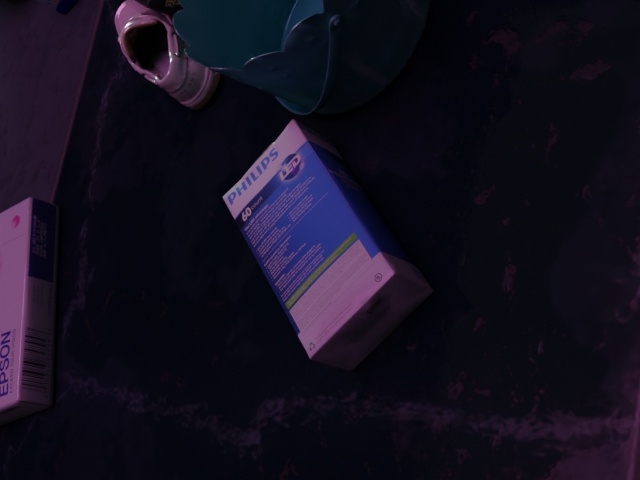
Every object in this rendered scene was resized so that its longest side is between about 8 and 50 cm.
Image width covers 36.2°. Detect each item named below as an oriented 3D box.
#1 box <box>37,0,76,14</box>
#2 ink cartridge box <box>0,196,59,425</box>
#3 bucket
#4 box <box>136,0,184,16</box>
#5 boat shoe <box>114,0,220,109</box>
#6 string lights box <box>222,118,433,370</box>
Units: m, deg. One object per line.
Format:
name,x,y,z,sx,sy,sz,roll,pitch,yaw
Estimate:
box,-0.447,-0.464,1.623,0.126,0.137,0.072,-37,54,26
ink cartridge box,-0.533,0.135,1.523,0.330,0.071,0.324,-23,61,33
bucket,-0.020,-0.288,1.144,0.281,0.183,0.281,-17,63,37
box,-0.230,-0.495,1.407,0.295,0.073,0.293,39,113,51
boat shoe,-0.241,-0.288,1.400,0.098,0.096,0.277,-56,46,13
string lights box,0.000,0.000,1.090,0.133,0.077,0.259,-46,49,19
